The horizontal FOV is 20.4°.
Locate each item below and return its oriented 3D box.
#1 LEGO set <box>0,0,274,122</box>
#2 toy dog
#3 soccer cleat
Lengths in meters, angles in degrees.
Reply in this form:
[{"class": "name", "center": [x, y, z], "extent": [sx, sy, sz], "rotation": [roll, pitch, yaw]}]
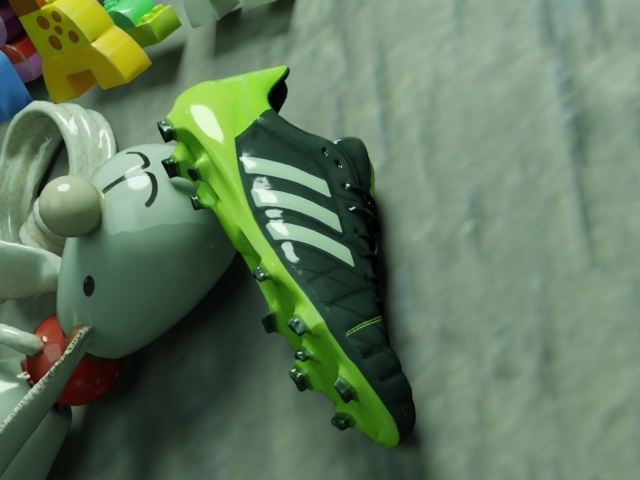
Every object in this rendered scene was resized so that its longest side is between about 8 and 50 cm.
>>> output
[{"class": "LEGO set", "center": [-0.134, -0.119, 0.849], "extent": [0.227, 0.093, 0.087], "rotation": [-11, 25, 43]}, {"class": "toy dog", "center": [-0.191, 0.080, 0.813], "extent": [0.220, 0.161, 0.334], "rotation": [32, 100, 47]}, {"class": "soccer cleat", "center": [0.000, 0.000, 0.719], "extent": [0.179, 0.072, 0.060], "rotation": [58, 163, 24]}]
